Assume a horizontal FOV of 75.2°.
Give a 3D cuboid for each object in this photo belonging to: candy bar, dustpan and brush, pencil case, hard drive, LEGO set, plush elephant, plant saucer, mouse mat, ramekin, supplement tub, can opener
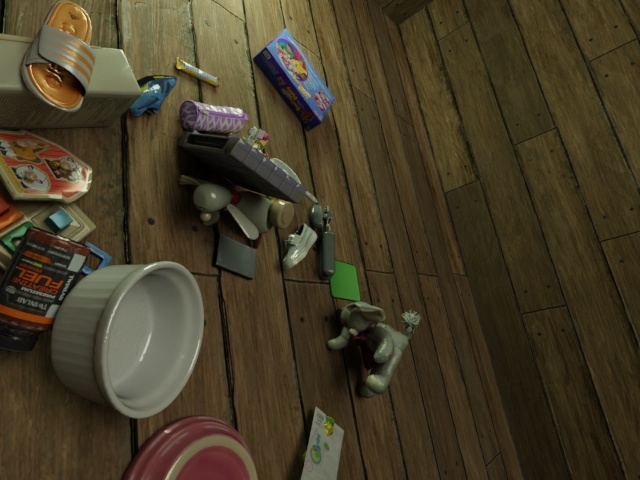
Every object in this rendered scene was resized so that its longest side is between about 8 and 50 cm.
[{"bbox_3d":[-0.379,-0.520,1.294,0.161,0.018,0.040,10,65,-50],"label":"candy bar"},{"bbox_3d":[-0.092,-0.190,1.454,0.211,0.060,0.148,46,31,-35],"label":"dustpan and brush"},{"bbox_3d":[-0.317,-0.366,1.233,0.206,0.088,0.087,-17,88,-56],"label":"pencil case"},{"bbox_3d":[-0.240,0.047,1.170,0.135,0.022,0.094,29,51,-42],"label":"hard drive"},{"bbox_3d":[-0.187,-0.259,1.284,0.107,0.132,0.287,32,6,-7],"label":"LEGO set"},{"bbox_3d":[0.150,0.320,1.378,0.330,0.255,0.272,-57,168,-14],"label":"plush elephant"},{"bbox_3d":[-0.244,0.536,0.849,0.332,0.084,0.333,29,51,-43],"label":"plant saucer"},{"bbox_3d":[0.090,0.151,1.574,0.189,0.007,0.153,19,57,-49],"label":"mouse mat"},{"bbox_3d":[-0.350,0.173,0.777,0.277,0.135,0.278,3,90,-73],"label":"ramekin"},{"bbox_3d":[-0.486,0.084,0.710,0.106,0.105,0.198,29,76,-42],"label":"supplement tub"},{"bbox_3d":[0.000,0.000,1.499,0.094,0.076,0.284,8,61,-15],"label":"can opener"}]

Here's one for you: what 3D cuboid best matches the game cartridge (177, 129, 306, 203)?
[{"bbox_3d":[-0.210,-0.196,1.086,0.230,0.354,0.068,29,85,-40],"label":"game cartridge"}]

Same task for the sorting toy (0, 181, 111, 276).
[{"bbox_3d":[-0.550,-0.046,0.782,0.348,0.047,0.196,53,37,-20],"label":"sorting toy"}]

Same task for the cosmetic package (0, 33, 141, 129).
[{"bbox_3d":[-0.547,-0.307,0.830,0.309,0.160,0.113,-29,95,-56],"label":"cosmetic package"}]

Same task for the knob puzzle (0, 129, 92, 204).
[{"bbox_3d":[-0.537,-0.152,0.818,0.213,0.030,0.213,39,22,-20],"label":"knob puzzle"}]

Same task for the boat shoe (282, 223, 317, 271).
[{"bbox_3d":[-0.083,0.017,1.362,0.081,0.079,0.228,49,33,-11],"label":"boat shoe"}]

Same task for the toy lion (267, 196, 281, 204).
[{"bbox_3d":[-0.143,-0.121,1.389,0.100,0.034,0.096,51,30,-23],"label":"toy lion"}]

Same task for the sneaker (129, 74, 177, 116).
[{"bbox_3d":[-0.446,-0.388,1.106,0.209,0.069,0.082,-70,161,-55],"label":"sneaker"}]

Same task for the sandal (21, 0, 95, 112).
[{"bbox_3d":[-0.467,-0.362,0.763,0.101,0.076,0.266,20,55,-46],"label":"sandal"}]

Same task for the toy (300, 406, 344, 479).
[{"bbox_3d":[-0.007,0.607,1.153,0.137,0.056,0.237,48,34,-20],"label":"toy"}]

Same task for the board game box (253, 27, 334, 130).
[{"bbox_3d":[-0.095,-0.654,1.696,0.347,0.078,0.234,50,39,-25],"label":"board game box"}]

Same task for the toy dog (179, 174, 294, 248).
[{"bbox_3d":[-0.224,-0.058,1.136,0.333,0.220,0.161,9,97,-43],"label":"toy dog"}]
